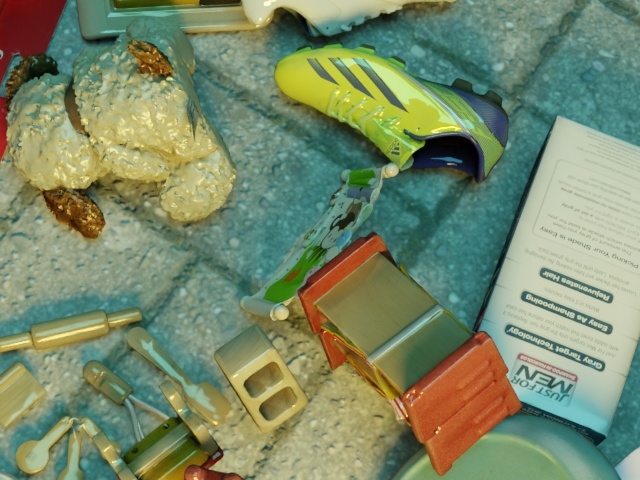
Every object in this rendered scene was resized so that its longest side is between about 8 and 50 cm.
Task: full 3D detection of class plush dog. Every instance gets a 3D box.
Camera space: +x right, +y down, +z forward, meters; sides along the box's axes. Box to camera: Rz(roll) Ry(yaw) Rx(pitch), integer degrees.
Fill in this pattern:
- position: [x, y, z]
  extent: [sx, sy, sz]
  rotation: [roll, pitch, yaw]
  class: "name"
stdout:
- position: [-0.248, -0.134, 1.601]
  extent: [0.225, 0.210, 0.262]
  rotation: [-24, 72, 9]
  class: "plush dog"

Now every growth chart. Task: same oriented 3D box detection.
- position: [0.000, 0.000, 1.582]
  extent: [0.021, 0.172, 0.237]
  rotation: [44, 70, -14]
  class: "growth chart"

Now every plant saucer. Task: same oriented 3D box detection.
- position: [0.163, 0.317, 1.428]
  extent: [0.317, 0.043, 0.318]
  rotation: [-19, 53, 27]
  class: "plant saucer"

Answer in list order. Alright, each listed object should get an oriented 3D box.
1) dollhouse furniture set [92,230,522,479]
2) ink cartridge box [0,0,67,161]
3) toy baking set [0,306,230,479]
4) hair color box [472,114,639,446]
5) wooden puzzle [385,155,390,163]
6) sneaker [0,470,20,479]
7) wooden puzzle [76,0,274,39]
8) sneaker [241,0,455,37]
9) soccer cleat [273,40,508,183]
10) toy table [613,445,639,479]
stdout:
- position: [-0.010, 0.186, 1.439]
  extent: [0.374, 0.152, 0.201]
  rotation: [-37, 51, -9]
  class: "dollhouse furniture set"
- position: [-0.461, -0.250, 1.637]
  extent: [0.272, 0.130, 0.309]
  rotation: [17, 67, -1]
  class: "ink cartridge box"
- position: [-0.238, 0.168, 1.554]
  extent: [0.256, 0.030, 0.197]
  rotation: [-16, 74, -13]
  class: "toy baking set"
- position: [0.286, 0.049, 1.620]
  extent: [0.174, 0.105, 0.347]
  rotation: [22, 67, 4]
  class: "hair color box"
- position: [0.124, -0.133, 1.725]
  extent: [0.116, 0.014, 0.078]
  rotation: [-15, 67, -13]
  class: "wooden puzzle"
- position: [-0.306, 0.392, 1.388]
  extent: [0.135, 0.150, 0.366]
  rotation: [-10, 70, -12]
  class: "sneaker"
- position: [-0.189, -0.357, 1.758]
  extent: [0.238, 0.044, 0.221]
  rotation: [-7, 70, -9]
  class: "wooden puzzle"
- position: [0.032, -0.311, 1.745]
  extent: [0.297, 0.111, 0.129]
  rotation: [2, 97, -17]
  class: "sneaker"
- position: [0.079, -0.148, 1.668]
  extent: [0.289, 0.093, 0.121]
  rotation: [17, 66, 2]
  class: "soccer cleat"
- position: [0.339, 0.331, 1.486]
  extent: [0.274, 0.161, 0.252]
  rotation: [-36, 77, -18]
  class: "toy table"
